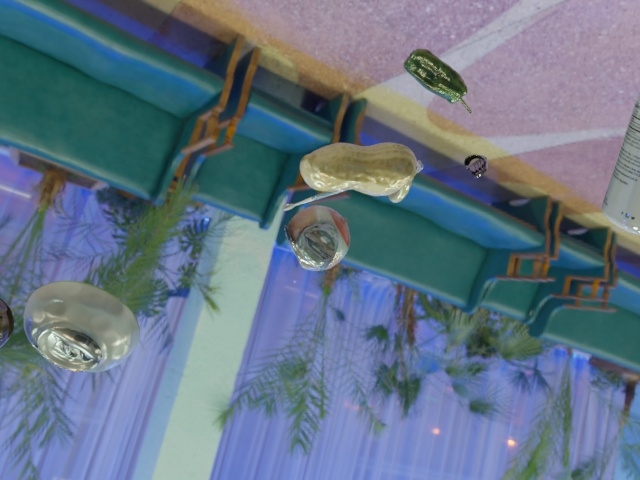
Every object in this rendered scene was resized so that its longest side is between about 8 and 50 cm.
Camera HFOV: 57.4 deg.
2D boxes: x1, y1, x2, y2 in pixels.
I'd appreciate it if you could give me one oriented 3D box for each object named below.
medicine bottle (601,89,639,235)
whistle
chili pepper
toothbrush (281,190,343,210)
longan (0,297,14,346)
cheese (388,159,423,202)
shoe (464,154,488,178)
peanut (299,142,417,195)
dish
[{"bbox_3d":[0.564,-0.154,0.920,0.157,0.288,0.157,5,-154,-2],"label":"medicine bottle"},{"bbox_3d":[0.000,0.000,1.544,0.189,0.189,0.348,15,-172,-3],"label":"whistle"},{"bbox_3d":[0.284,-0.361,1.334,0.204,0.073,0.072,35,128,-7],"label":"chili pepper"},{"bbox_3d":[-0.009,-0.148,1.976,0.276,0.019,0.025,-17,169,18],"label":"toothbrush"},{"bbox_3d":[-0.822,0.193,1.371,0.187,0.167,0.167,-11,163,9],"label":"longan"},{"bbox_3d":[0.264,-0.194,1.829,0.038,0.096,0.192,-15,164,-31],"label":"cheese"},{"bbox_3d":[0.440,-0.220,1.664,0.053,0.062,0.159,43,-159,-8],"label":"shoe"},{"bbox_3d":[0.083,-0.152,1.277,0.257,0.123,0.123,-3,169,-5],"label":"peanut"},{"bbox_3d":[-0.682,0.272,1.630,0.325,0.124,0.324,2,126,3],"label":"dish"}]
